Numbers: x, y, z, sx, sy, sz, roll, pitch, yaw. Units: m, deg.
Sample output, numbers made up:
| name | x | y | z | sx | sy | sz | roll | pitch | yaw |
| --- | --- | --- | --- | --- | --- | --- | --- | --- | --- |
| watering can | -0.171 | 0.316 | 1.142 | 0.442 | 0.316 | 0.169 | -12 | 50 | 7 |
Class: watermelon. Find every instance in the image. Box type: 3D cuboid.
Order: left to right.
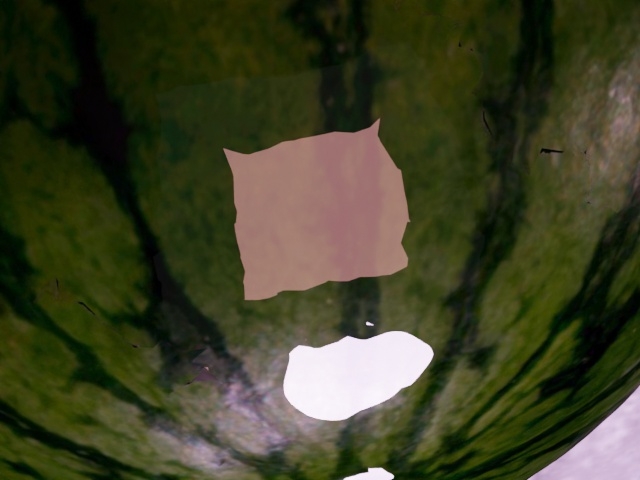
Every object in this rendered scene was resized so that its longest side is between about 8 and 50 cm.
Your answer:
| name | x | y | z | sx | sy | sz | roll | pitch | yaw |
| --- | --- | --- | --- | --- | --- | --- | --- | --- | --- |
| watermelon | 0.000 | 0.000 | 0.536 | 0.330 | 0.189 | 0.331 | -11 | 167 | -3 |
